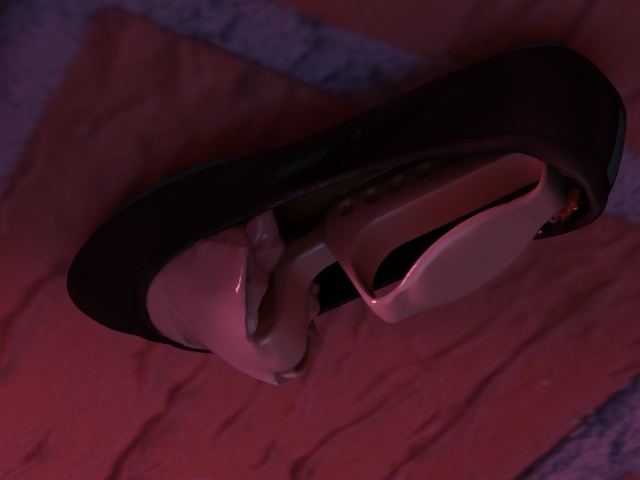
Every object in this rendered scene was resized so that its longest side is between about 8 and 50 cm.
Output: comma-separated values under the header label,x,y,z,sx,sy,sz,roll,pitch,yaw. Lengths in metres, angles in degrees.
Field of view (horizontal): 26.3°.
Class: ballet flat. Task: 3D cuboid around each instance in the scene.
label,x,y,z,sx,sy,sz,roll,pitch,yaw
ballet flat,0.000,0.000,0.600,0.280,0.096,0.095,-25,133,21
